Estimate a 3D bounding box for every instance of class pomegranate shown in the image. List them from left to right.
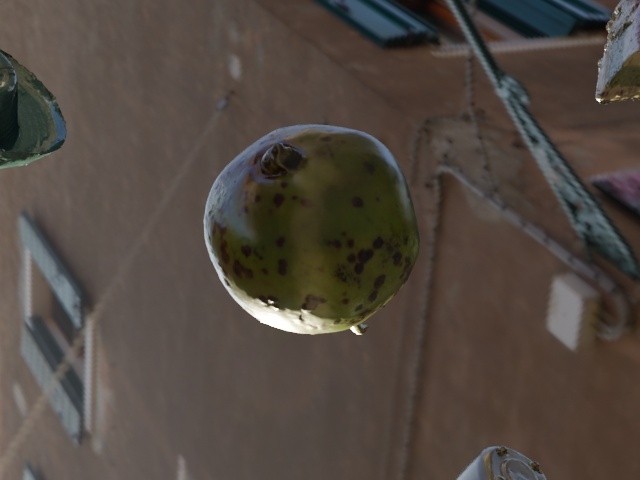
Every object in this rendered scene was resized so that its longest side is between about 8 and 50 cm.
[{"bbox_3d":[0.007,-0.009,1.293,0.246,0.198,0.198,8,-66,-56],"label":"pomegranate"}]

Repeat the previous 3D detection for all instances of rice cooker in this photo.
[{"bbox_3d":[0.260,0.382,2.013,0.145,0.206,0.127,26,-70,-8],"label":"rice cooker"}]

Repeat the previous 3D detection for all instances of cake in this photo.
[{"bbox_3d":[0.358,-0.188,1.484,0.117,0.220,0.086,33,-61,-8],"label":"cake"}]

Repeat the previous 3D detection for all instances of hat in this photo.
[{"bbox_3d":[-0.272,-0.107,1.015,0.191,0.138,0.078,-15,-33,-33],"label":"hat"}]
